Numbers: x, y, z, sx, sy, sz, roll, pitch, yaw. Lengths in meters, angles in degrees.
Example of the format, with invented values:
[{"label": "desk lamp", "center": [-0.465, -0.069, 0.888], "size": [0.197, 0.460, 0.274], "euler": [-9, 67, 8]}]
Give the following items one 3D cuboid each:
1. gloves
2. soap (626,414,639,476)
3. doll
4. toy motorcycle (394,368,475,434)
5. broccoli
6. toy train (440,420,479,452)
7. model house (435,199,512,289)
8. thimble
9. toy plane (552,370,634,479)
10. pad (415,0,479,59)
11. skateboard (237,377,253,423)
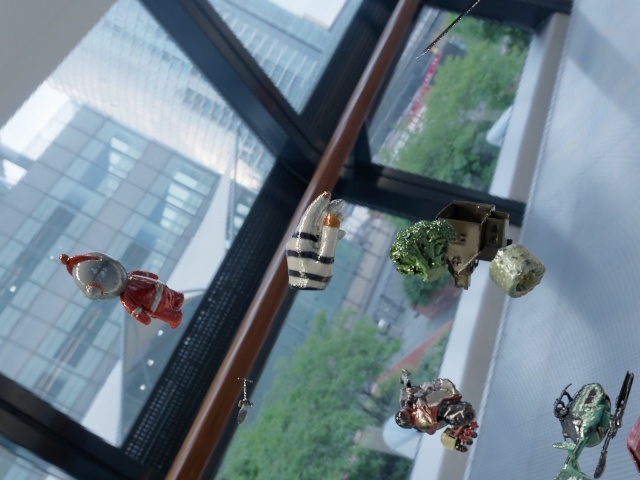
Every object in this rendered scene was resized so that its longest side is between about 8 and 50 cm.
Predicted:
[{"label": "gloves", "center": [-0.014, -0.001, 1.496], "size": [0.140, 0.132, 0.218], "euler": [-8, -80, -83]}, {"label": "soap", "center": [0.990, 0.530, 1.824], "size": [0.325, 0.220, 0.127], "euler": [-36, -15, 13]}, {"label": "doll", "center": [-0.364, 0.084, 1.233], "size": [0.076, 0.245, 0.142], "euler": [-54, 26, 23]}, {"label": "toy motorcycle", "center": [0.298, 0.463, 1.946], "size": [0.401, 0.207, 0.134], "euler": [-122, 15, -79]}, {"label": "broccoli", "center": [0.268, 0.021, 1.741], "size": [0.195, 0.196, 0.156], "euler": [-60, 37, 33]}, {"label": "toy train", "center": [0.429, 0.589, 2.052], "size": [0.138, 0.087, 0.050], "euler": [-32, -47, -48]}, {"label": "model house", "center": [0.448, 0.031, 1.964], "size": [0.211, 0.205, 0.243], "euler": [-36, -49, -57]}, {"label": "thimble", "center": [0.344, 0.052, 1.176], "size": [0.084, 0.062, 0.110], "euler": [-42, -33, 2]}, {"label": "toy plane", "center": [0.645, 0.457, 1.624], "size": [0.155, 0.106, 0.382], "euler": [-8, 23, 45]}, {"label": "pad", "center": [0.319, -0.491, 1.401], "size": [0.300, 0.005, 0.202], "euler": [-43, 7, 9]}, {"label": "skateboard", "center": [-0.158, 0.326, 1.375], "size": [0.083, 0.032, 0.063], "euler": [-98, 24, -56]}]
